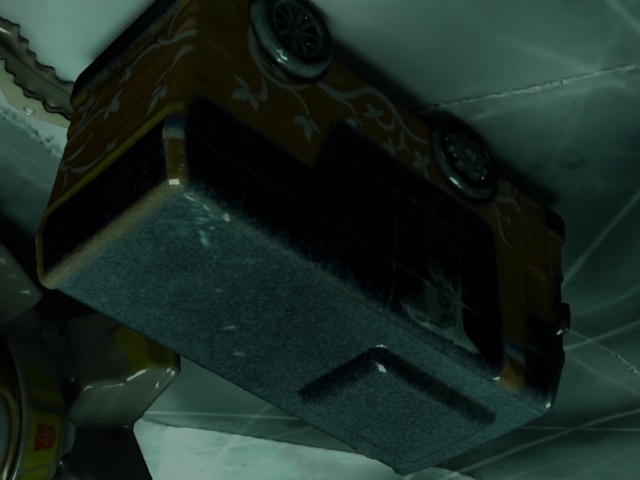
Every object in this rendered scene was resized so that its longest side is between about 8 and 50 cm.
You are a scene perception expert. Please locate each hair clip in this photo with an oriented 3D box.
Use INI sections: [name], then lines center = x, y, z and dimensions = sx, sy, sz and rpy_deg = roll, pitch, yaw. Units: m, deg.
[hair clip]
center = -0.218, -0.123, 0.811
dimensions = 0.072, 0.034, 0.226
rpy_deg = -19, 136, 34

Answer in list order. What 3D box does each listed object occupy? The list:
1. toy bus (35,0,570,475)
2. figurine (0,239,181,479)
[toy bus]
center = 0.000, 0.000, 0.799
dimensions = 0.323, 0.194, 0.162
rpy_deg = 33, 134, -27
[figurine]
center = -0.263, 0.140, 0.950
dimensions = 0.285, 0.342, 0.167
rpy_deg = 10, 156, -37
